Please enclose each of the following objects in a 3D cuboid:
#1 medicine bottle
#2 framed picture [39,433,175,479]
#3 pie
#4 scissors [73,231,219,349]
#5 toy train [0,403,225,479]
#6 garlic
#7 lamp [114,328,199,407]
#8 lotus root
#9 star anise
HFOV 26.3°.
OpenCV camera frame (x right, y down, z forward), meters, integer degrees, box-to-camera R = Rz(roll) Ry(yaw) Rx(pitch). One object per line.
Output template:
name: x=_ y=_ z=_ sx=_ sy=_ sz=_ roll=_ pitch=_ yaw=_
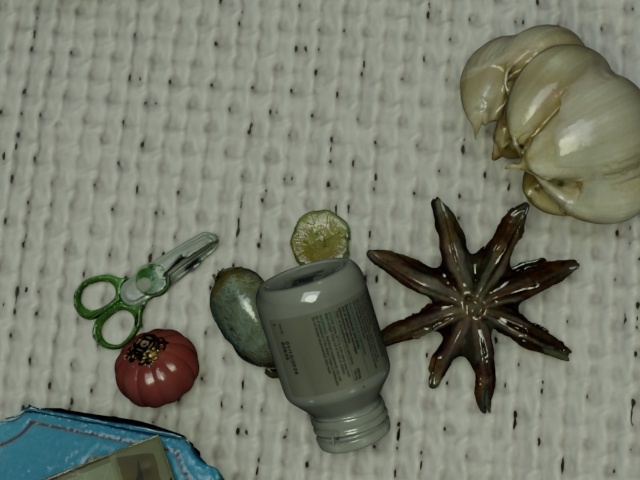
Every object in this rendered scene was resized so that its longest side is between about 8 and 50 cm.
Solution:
medicine bottle: x=0.012 y=0.140 z=1.651 sx=0.135 sy=0.135 sz=0.215 roll=-17 pitch=102 yaw=2
framed picture: x=-0.255 y=0.317 z=1.546 sx=0.201 sy=0.010 sz=0.136 roll=-20 pitch=68 yaw=-7
pie: x=0.000 y=0.000 z=1.759 sx=0.084 sy=0.020 sz=0.084 roll=-1 pitch=76 yaw=4
scissors: x=-0.219 y=0.051 z=1.766 sx=0.204 sy=0.027 sz=0.101 roll=-35 pitch=80 yaw=0
toy train: x=-0.272 y=0.339 z=1.638 sx=0.300 sy=0.188 sz=0.265 roll=9 pitch=72 yaw=7
garlic: x=0.294 y=-0.142 z=1.655 sx=0.203 sy=0.185 sz=0.281 roll=-27 pitch=83 yaw=-32
lamp: x=-0.204 y=0.159 z=1.709 sx=0.107 sy=0.092 sz=0.107 roll=-10 pitch=43 yaw=9
lotus root: x=-0.083 y=0.105 z=1.717 sx=0.088 sy=0.088 sz=0.165 roll=-31 pitch=88 yaw=-1
star anise: x=0.183 y=0.080 z=1.690 sx=0.288 sy=0.088 sz=0.288 roll=0 pitch=91 yaw=5
